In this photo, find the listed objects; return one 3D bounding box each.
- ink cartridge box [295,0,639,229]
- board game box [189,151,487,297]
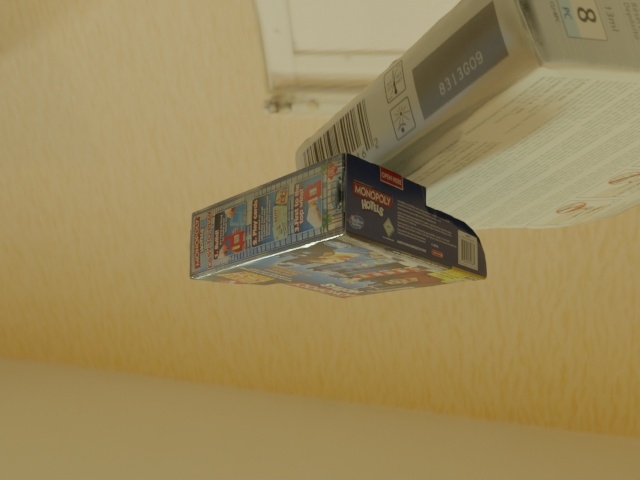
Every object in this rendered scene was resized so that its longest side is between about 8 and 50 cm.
[{"bbox_3d":[0.216,-0.102,0.801,0.384,0.091,0.308,-4,161,-32],"label":"ink cartridge box"},{"bbox_3d":[0.000,0.000,0.739,0.194,0.060,0.194,-9,163,37],"label":"board game box"}]
